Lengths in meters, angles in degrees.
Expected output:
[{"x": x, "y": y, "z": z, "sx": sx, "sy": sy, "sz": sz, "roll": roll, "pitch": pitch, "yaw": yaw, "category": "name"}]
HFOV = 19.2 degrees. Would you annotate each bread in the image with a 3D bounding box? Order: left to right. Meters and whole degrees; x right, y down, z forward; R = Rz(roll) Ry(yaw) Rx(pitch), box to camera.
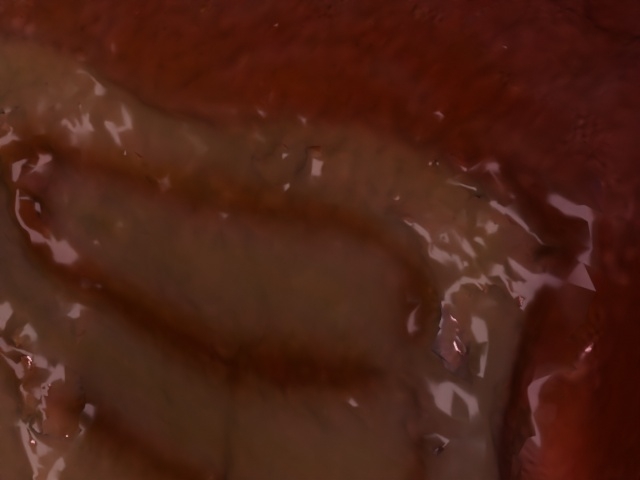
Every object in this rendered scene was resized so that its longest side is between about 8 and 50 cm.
[{"x": -0.002, "y": 0.012, "z": 0.450, "sx": 0.244, "sy": 0.123, "sz": 0.190, "roll": 14, "pitch": 107, "yaw": 34, "category": "bread"}]
